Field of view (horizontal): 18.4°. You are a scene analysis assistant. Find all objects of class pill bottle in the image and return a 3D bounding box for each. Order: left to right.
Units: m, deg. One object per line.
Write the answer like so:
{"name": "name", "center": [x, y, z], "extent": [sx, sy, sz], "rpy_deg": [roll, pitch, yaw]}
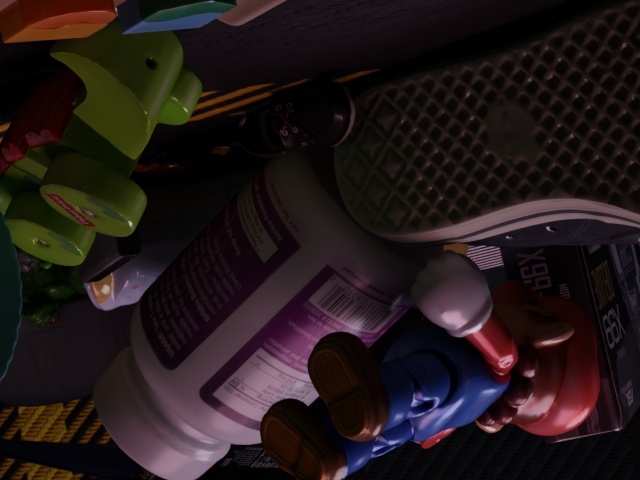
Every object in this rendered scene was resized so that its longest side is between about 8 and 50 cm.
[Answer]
{"name": "pill bottle", "center": [-0.052, 0.063, 1.659], "extent": [0.301, 0.169, 0.169], "rpy_deg": [-45, 156, 23]}

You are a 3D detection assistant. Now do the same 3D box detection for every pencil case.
{"name": "pencil case", "center": [-0.085, -0.010, 1.780], "extent": [0.273, 0.113, 0.124], "rpy_deg": [-9, -173, 8]}

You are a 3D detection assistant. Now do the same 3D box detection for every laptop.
{"name": "laptop", "center": [-0.118, 0.145, 2.050], "extent": [0.408, 0.236, 0.382], "rpy_deg": [-50, 154, 14]}

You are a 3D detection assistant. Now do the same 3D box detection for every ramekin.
{"name": "ramekin", "center": [-0.275, 0.094, 2.090], "extent": [0.207, 0.109, 0.207], "rpy_deg": [-11, -164, 3]}

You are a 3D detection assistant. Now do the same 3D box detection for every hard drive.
{"name": "hard drive", "center": [-0.183, -0.021, 1.658], "extent": [0.022, 0.094, 0.135], "rpy_deg": [-7, 172, -21]}

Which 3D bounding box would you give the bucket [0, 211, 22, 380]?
{"name": "bucket", "center": [-0.347, 0.044, 1.334], "extent": [0.281, 0.281, 0.183], "rpy_deg": [-3, 170, -36]}

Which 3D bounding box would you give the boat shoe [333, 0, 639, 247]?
{"name": "boat shoe", "center": [0.235, -0.081, 1.419], "extent": [0.500, 0.186, 0.156], "rpy_deg": [-7, 177, 43]}

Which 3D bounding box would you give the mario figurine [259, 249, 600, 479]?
{"name": "mario figurine", "center": [0.088, 0.092, 1.589], "extent": [0.198, 0.170, 0.320], "rpy_deg": [-7, -178, 45]}

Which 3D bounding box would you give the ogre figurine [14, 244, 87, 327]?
{"name": "ogre figurine", "center": [-0.282, 0.025, 1.926], "extent": [0.197, 0.097, 0.118], "rpy_deg": [-26, 150, 13]}

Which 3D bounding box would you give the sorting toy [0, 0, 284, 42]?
{"name": "sorting toy", "center": [-0.087, -0.145, 1.076], "extent": [0.208, 0.038, 0.193], "rpy_deg": [-3, 171, -35]}

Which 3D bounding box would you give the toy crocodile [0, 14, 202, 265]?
{"name": "toy crocodile", "center": [-0.166, -0.064, 1.319], "extent": [0.105, 0.115, 0.340], "rpy_deg": [29, 161, -14]}

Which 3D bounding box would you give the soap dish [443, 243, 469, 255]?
{"name": "soap dish", "center": [0.000, 0.000, 1.946], "extent": [0.291, 0.118, 0.229], "rpy_deg": [-9, 173, 12]}

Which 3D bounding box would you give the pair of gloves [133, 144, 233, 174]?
{"name": "pair of gloves", "center": [-0.124, -0.068, 1.698], "extent": [0.074, 0.010, 0.083], "rpy_deg": [-3, 170, -36]}

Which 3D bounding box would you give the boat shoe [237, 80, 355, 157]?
{"name": "boat shoe", "center": [-0.018, -0.090, 1.517], "extent": [0.042, 0.049, 0.133], "rpy_deg": [-14, 180, -32]}

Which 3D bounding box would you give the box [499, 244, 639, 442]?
{"name": "box", "center": [0.244, 0.038, 1.846], "extent": [0.076, 0.242, 0.307], "rpy_deg": [-13, -178, 18]}
